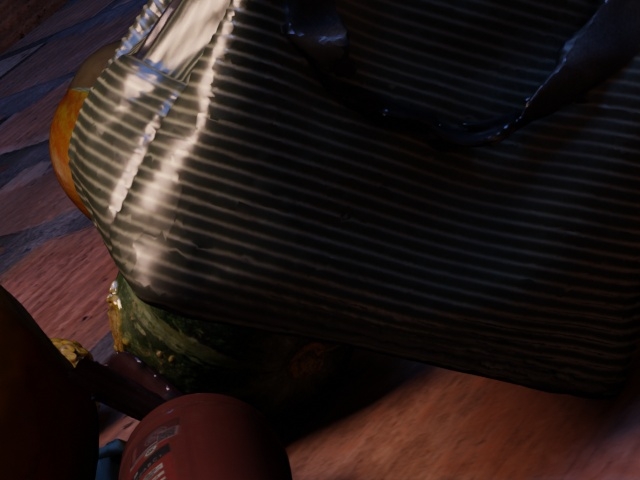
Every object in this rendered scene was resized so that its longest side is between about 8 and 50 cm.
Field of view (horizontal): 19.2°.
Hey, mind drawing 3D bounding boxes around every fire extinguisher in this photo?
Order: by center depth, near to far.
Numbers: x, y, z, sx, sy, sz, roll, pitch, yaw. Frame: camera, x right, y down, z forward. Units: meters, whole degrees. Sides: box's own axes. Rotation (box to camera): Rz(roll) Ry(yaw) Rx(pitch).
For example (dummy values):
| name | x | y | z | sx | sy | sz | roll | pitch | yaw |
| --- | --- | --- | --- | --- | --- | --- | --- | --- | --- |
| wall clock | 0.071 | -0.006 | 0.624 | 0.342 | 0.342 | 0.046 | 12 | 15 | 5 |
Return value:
| name | x | y | z | sx | sy | sz | roll | pitch | yaw |
| --- | --- | --- | --- | --- | --- | --- | --- | --- | --- |
| fire extinguisher | -0.079 | 0.146 | 1.069 | 0.106 | 0.147 | 0.337 | -50 | 16 | 6 |

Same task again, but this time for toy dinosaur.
| name | x | y | z | sx | sy | sz | roll | pitch | yaw |
| --- | --- | --- | --- | --- | --- | --- | --- | --- | --- |
| toy dinosaur | -0.134 | 0.156 | 1.333 | 0.106 | 0.044 | 0.187 | -26 | -1 | -32 |

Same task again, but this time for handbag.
| name | x | y | z | sx | sy | sz | roll | pitch | yaw |
| --- | --- | --- | --- | --- | --- | --- | --- | --- | --- |
| handbag | 0.043 | -0.071 | 1.079 | 0.247 | 0.340 | 0.240 | -132 | 55 | -69 |

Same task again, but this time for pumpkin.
| name | x | y | z | sx | sy | sz | roll | pitch | yaw |
| --- | --- | --- | --- | --- | --- | --- | --- | --- | --- |
| pumpkin | -0.051 | 0.038 | 1.266 | 0.190 | 0.190 | 0.146 | -38 | 42 | -22 |

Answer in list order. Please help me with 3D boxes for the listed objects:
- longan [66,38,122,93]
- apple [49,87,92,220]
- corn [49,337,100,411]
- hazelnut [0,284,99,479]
| name | x | y | z | sx | sy | sz | roll | pitch | yaw |
| --- | --- | --- | --- | --- | --- | --- | --- | --- | --- |
| longan | -0.191 | -0.140 | 2.049 | 0.189 | 0.189 | 0.189 | -28 | 17 | 9 |
| apple | -0.170 | -0.087 | 1.853 | 0.195 | 0.160 | 0.173 | 4 | 24 | -20 |
| corn | -0.290 | 0.137 | 1.541 | 0.293 | 0.106 | 0.106 | -17 | 22 | 33 |
| hazelnut | -0.327 | 0.162 | 1.193 | 0.365 | 0.366 | 0.366 | -28 | 17 | 9 |
